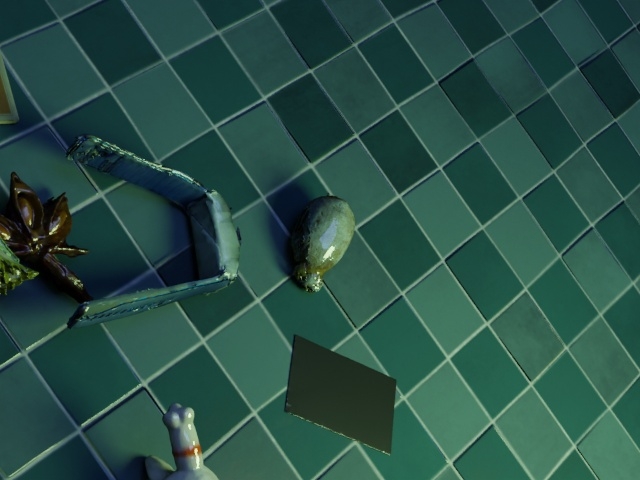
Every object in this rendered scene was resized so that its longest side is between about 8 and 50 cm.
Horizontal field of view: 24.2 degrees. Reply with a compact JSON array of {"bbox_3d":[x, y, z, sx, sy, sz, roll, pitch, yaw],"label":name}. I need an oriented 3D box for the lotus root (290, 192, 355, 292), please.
[{"bbox_3d":[0.000,-0.002,2.246,0.088,0.088,0.165,33,60,-20],"label":"lotus root"}]

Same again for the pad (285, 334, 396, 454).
[{"bbox_3d":[0.033,0.227,2.198,0.190,0.004,0.127,25,53,-25],"label":"pad"}]

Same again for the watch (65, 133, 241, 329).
[{"bbox_3d":[-0.224,0.018,2.032,0.275,0.068,0.276,23,52,-42],"label":"watch"}]

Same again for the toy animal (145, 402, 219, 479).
[{"bbox_3d":[-0.160,0.359,1.885,0.282,0.140,0.138,56,37,-4],"label":"toy animal"}]

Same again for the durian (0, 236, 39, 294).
[{"bbox_3d":[-0.520,-0.059,1.846,0.355,0.157,0.169,55,23,0],"label":"durian"}]

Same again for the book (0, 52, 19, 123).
[{"bbox_3d":[-0.513,-0.266,2.023,0.170,0.018,0.241,-5,71,-41],"label":"book"}]

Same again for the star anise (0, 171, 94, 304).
[{"bbox_3d":[-0.376,-0.016,1.970,0.212,0.053,0.157,23,58,-23],"label":"star anise"}]
